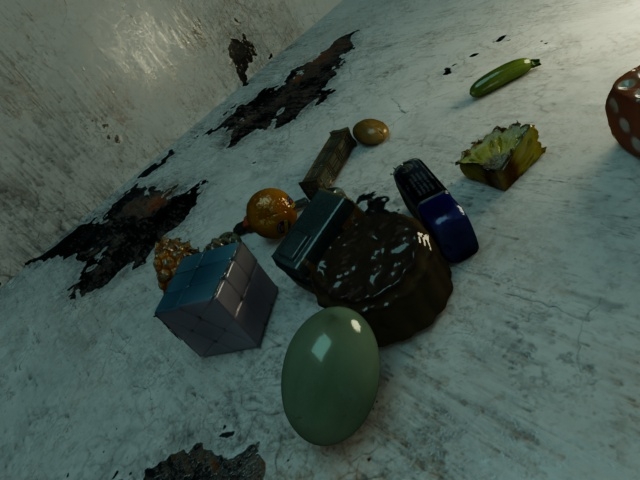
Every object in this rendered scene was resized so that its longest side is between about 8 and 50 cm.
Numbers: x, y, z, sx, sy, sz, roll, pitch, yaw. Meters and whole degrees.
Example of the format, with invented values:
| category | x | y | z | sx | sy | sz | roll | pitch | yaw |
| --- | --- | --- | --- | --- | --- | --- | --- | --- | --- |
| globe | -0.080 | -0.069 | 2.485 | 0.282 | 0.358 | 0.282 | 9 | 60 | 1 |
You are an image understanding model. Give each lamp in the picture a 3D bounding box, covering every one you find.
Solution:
| category | x | y | z | sx | sy | sz | roll | pitch | yaw |
| --- | --- | --- | --- | --- | --- | --- | --- | --- | --- |
| lamp | -0.332 | 0.003 | 1.779 | 0.091 | 0.091 | 0.163 | -35 | 18 | -1 |
| lamp | 0.033 | -0.291 | 1.824 | 0.090 | 0.089 | 0.325 | -5 | 44 | 36 |

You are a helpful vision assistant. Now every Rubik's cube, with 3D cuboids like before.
| category | x | y | z | sx | sy | sz | roll | pitch | yaw |
| --- | --- | --- | --- | --- | --- | --- | --- | --- | --- |
| Rubik's cube | -0.289 | 0.173 | 1.399 | 0.231 | 0.221 | 0.224 | -15 | 38 | 25 |

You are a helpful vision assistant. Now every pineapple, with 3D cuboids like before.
| category | x | y | z | sx | sy | sz | roll | pitch | yaw |
| --- | --- | --- | --- | --- | --- | --- | --- | --- | --- |
| pineapple | -0.382 | 0.071 | 1.633 | 0.272 | 0.262 | 0.262 | -15 | 37 | 6 |
| pineapple | 0.501 | -0.226 | 1.361 | 0.237 | 0.114 | 0.186 | -26 | 34 | 28 |

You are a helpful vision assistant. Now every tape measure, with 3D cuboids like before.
| category | x | y | z | sx | sy | sz | roll | pitch | yaw |
| --- | --- | --- | --- | --- | --- | --- | --- | --- | --- |
| tape measure | 0.090 | -0.117 | 1.547 | 0.180 | 0.107 | 0.104 | 9 | 51 | 45 |

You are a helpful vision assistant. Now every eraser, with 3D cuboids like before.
| category | x | y | z | sx | sy | sz | roll | pitch | yaw |
| --- | --- | --- | --- | --- | --- | --- | --- | --- | --- |
| eraser | 0.297 | -0.091 | 1.300 | 0.102 | 0.155 | 0.332 | -29 | 35 | 5 |

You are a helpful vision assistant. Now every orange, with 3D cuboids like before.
| category | x | y | z | sx | sy | sz | roll | pitch | yaw |
| --- | --- | --- | --- | --- | --- | --- | --- | --- | --- |
| orange | -0.166 | -0.093 | 1.668 | 0.178 | 0.177 | 0.155 | -21 | 23 | 18 |

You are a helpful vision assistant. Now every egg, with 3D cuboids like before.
| category | x | y | z | sx | sy | sz | roll | pitch | yaw |
| --- | --- | --- | --- | --- | --- | --- | --- | --- | --- |
| egg | 0.021 | 0.277 | 1.011 | 0.203 | 0.203 | 0.282 | 5 | 75 | 43 |

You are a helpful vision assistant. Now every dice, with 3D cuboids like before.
| category | x | y | z | sx | sy | sz | roll | pitch | yaw |
| --- | --- | --- | --- | --- | --- | --- | --- | --- | --- |
| dice | 0.800 | -0.311 | 1.139 | 0.175 | 0.179 | 0.174 | -24 | 35 | 10 |

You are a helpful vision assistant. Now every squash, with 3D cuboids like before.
| category | x | y | z | sx | sy | sz | roll | pitch | yaw |
| --- | --- | --- | --- | --- | --- | --- | --- | --- | --- |
| squash | 0.636 | -0.577 | 1.699 | 0.252 | 0.066 | 0.066 | -26 | 35 | 9 |

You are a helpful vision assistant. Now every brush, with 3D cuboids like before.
| category | x | y | z | sx | sy | sz | roll | pitch | yaw |
| --- | --- | --- | --- | --- | --- | --- | --- | --- | --- |
| brush | -0.188 | -0.096 | 1.797 | 0.324 | 0.051 | 0.070 | -21 | 34 | 18 |

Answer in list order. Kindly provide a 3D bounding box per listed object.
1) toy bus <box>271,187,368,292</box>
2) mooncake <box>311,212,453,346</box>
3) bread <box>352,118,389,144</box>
| category | x | y | z | sx | sy | sz | roll | pitch | yaw |
| --- | --- | --- | --- | --- | --- | --- | --- | --- | --- |
| toy bus | 0.000 | 0.000 | 1.399 | 0.139 | 0.167 | 0.275 | 25 | 76 | 43 |
| mooncake | 0.144 | 0.084 | 1.186 | 0.324 | 0.187 | 0.324 | -22 | 38 | 19 |
| bread | 0.187 | -0.425 | 1.877 | 0.114 | 0.077 | 0.189 | -43 | 38 | -6 |
